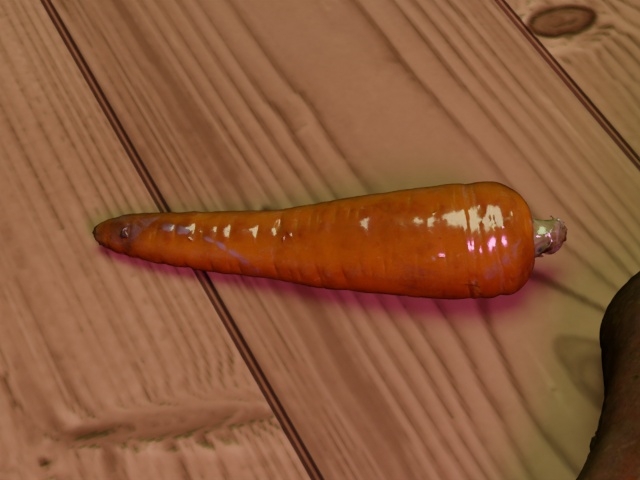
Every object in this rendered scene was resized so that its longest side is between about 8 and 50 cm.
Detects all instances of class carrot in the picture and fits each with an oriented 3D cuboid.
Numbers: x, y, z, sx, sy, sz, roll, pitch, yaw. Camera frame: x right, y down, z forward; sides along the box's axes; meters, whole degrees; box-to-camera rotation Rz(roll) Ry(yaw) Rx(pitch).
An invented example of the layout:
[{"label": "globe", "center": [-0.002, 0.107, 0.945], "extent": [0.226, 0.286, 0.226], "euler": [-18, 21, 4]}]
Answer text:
[{"label": "carrot", "center": [0.000, 0.000, 1.014], "extent": [0.256, 0.061, 0.061], "euler": [0, 45, 10]}]

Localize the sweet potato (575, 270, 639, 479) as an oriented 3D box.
[{"label": "sweet potato", "center": [0.140, 0.123, 0.869], "extent": [0.112, 0.085, 0.286], "euler": [-9, 45, 48]}]
